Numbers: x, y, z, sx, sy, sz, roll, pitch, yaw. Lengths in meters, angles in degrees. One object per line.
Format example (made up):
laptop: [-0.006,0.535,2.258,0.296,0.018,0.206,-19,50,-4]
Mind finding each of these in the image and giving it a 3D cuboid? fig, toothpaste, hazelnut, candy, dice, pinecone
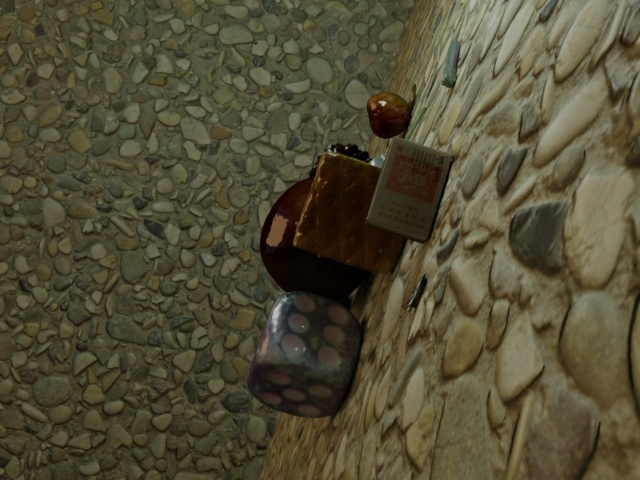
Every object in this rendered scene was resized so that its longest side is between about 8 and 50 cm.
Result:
fig: [0.284,-0.482,2.009,0.175,0.207,0.175,163,90,-79]
toothpaste: [0.189,0.102,1.039,0.083,0.019,0.027,-67,-14,6]
hazelnut: [0.000,0.000,1.730,0.353,0.421,0.420,12,83,56]
candy: [0.276,-0.309,1.753,0.287,0.084,0.078,-60,8,20]
dice: [-0.048,0.329,1.537,0.271,0.270,0.270,112,175,-45]
pinecone: [0.104,-0.197,1.961,0.298,0.296,0.242,-51,-11,-2]

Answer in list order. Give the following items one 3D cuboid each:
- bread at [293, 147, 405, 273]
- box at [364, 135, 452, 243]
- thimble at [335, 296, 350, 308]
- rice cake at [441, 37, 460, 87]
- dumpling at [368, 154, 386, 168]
bread: [0.094,-0.077,1.416,0.207,0.279,0.278,-97,28,-81]
box: [0.190,-0.109,1.154,0.058,0.141,0.201,95,-166,-79]
thimble: [-0.007,0.306,1.981,0.254,0.168,0.288,-73,4,-46]
rice cake: [0.359,-0.488,1.456,0.033,0.033,0.207,-51,17,51]
dumpling: [0.175,-0.144,1.564,0.105,0.149,0.216,176,116,-86]
